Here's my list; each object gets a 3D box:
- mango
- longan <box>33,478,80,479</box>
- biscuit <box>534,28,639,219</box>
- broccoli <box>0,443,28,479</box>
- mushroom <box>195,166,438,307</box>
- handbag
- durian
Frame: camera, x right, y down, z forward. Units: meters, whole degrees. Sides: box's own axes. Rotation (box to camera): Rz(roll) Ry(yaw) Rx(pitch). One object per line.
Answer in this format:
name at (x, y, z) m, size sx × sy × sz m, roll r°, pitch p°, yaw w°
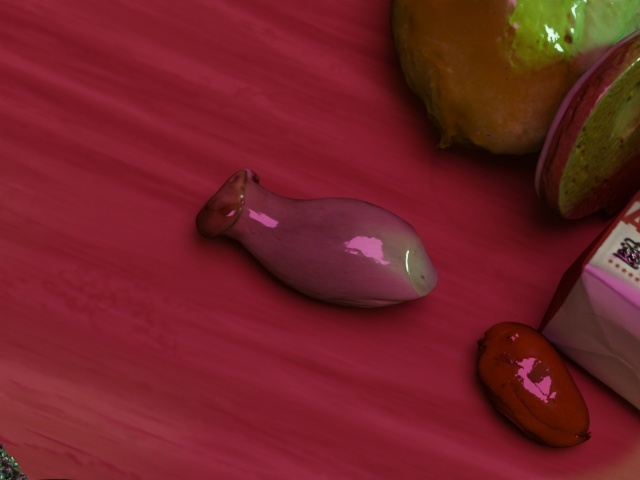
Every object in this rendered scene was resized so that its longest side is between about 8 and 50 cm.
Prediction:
mango at (0.184, 0.124, 1.628) m, size 0.077 × 0.063 × 0.127 m, roll -32°, pitch 80°, yaw -28°
longan at (-0.164, 0.316, 1.358) m, size 0.350 × 0.288 × 0.288 m, roll 31°, pitch 66°, yaw -21°
biscuit at (0.250, -0.102, 1.647) m, size 0.049 × 0.181 × 0.208 m, roll 33°, pitch 24°, yaw 28°
broccoli at (-0.315, 0.201, 1.474) m, size 0.154 × 0.167 × 0.160 m, roll 21°, pitch 95°, yaw 30°
mushroom at (0.000, -0.001, 1.622) m, size 0.212 × 0.088 × 0.097 m, roll 20°, pitch 58°, yaw 2°
handbag at (0.342, 0.002, 1.660) m, size 0.171 × 0.151 × 0.298 m, roll 37°, pitch 64°, yaw 9°
durian at (0.184, -0.238, 1.686) m, size 0.256 × 0.204 × 0.339 m, roll 46°, pitch 69°, yaw -6°
